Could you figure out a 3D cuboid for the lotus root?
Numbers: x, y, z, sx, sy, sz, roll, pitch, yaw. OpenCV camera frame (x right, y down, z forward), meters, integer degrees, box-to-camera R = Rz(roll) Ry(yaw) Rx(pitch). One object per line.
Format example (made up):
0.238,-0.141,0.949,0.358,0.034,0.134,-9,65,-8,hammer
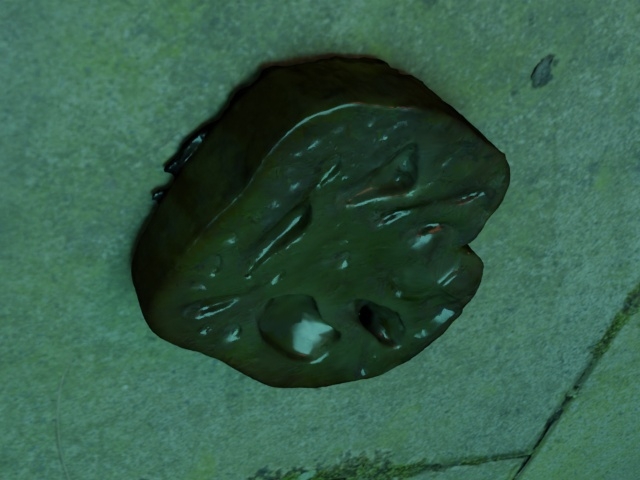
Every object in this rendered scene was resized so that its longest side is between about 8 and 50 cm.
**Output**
0.000,0.000,1.005,0.374,0.111,0.391,-16,137,-10,lotus root
